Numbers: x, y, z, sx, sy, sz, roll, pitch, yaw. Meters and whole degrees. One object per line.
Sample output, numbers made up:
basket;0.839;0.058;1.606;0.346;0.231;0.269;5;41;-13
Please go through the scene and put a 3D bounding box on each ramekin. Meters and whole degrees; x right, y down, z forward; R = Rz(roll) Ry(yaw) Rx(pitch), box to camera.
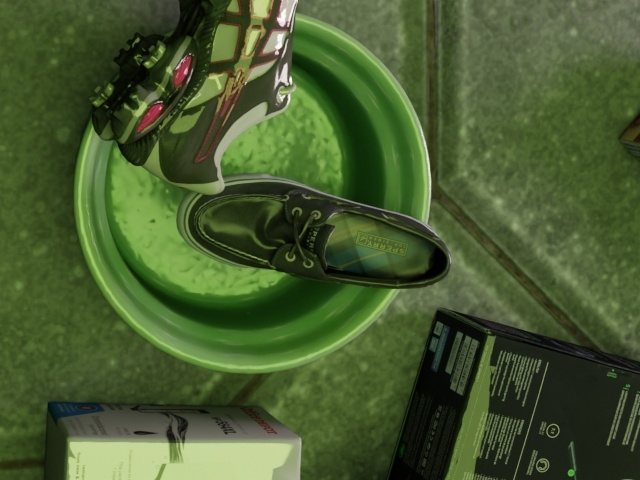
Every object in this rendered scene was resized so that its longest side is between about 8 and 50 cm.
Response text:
ramekin;-0.070;-0.048;1.383;0.303;0.148;0.304;-2;98;-15

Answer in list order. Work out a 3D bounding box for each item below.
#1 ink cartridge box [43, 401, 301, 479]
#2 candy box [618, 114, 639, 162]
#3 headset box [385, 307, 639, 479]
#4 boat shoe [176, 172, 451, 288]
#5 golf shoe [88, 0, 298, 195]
ink cartridge box;-0.132;0.196;1.400;0.203;0.148;0.086;2;95;-17
candy box;0.394;-0.075;1.561;0.186;0.053;0.109;44;85;-18
headset box;0.224;0.220;1.513;0.283;0.131;0.246;15;93;-17
boat shoe;0.000;0.000;1.290;0.228;0.076;0.080;14;94;-17
golf shoe;-0.062;-0.166;1.250;0.120;0.105;0.273;38;89;-27
